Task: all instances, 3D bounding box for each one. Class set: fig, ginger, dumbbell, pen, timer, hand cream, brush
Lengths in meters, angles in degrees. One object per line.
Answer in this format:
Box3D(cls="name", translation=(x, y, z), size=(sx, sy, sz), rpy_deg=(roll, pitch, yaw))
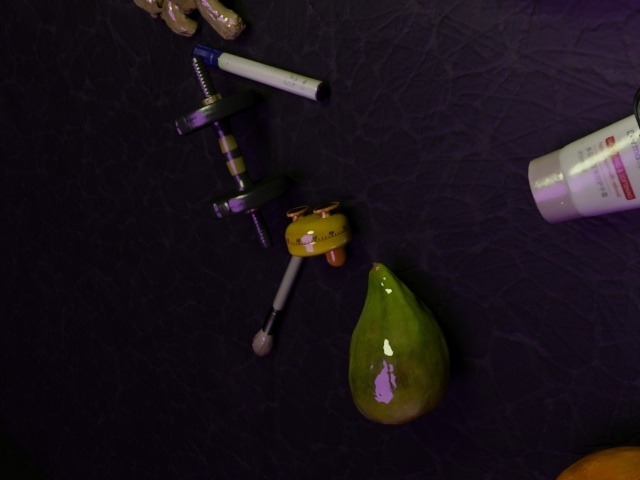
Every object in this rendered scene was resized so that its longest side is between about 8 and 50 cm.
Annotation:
Box3D(cls="fig", translation=(0.125, 0.167, 1.100), size=(0.167, 0.167, 0.234), rpy_deg=(11, 82, 38))
Box3D(cls="ginger", translation=(-0.221, -0.391, 1.164), size=(0.258, 0.065, 0.149), rpy_deg=(40, 146, 11))
Box3D(cls="dumbbell", translation=(-0.142, -0.138, 1.162), size=(0.143, 0.143, 0.326), rpy_deg=(-10, 105, 45))
Box3D(cls="pen", translation=(-0.099, -0.267, 1.136), size=(0.269, 0.033, 0.033), rpy_deg=(24, 126, 31))
Box3D(cls="timer", translation=(0.000, 0.000, 1.138), size=(0.107, 0.107, 0.109), rpy_deg=(-3, 106, 43))
Box3D(cls="hand cream", translation=(0.361, -0.086, 0.793), size=(0.247, 0.083, 0.133), rpy_deg=(-21, 99, 36))
Box3D(cls="brush", translation=(-0.077, 0.110, 1.316), size=(0.042, 0.039, 0.299), rpy_deg=(39, 132, 21))

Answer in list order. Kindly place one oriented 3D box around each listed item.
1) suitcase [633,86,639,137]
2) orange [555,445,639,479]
Box3D(cls="suitcase", translation=(0.435, -0.042, 0.674), size=(0.202, 0.128, 0.312), rpy_deg=(-20, 97, 25))
Box3D(cls="orange", translation=(0.409, 0.403, 0.902), size=(0.283, 0.226, 0.284), rpy_deg=(15, 115, 35))
